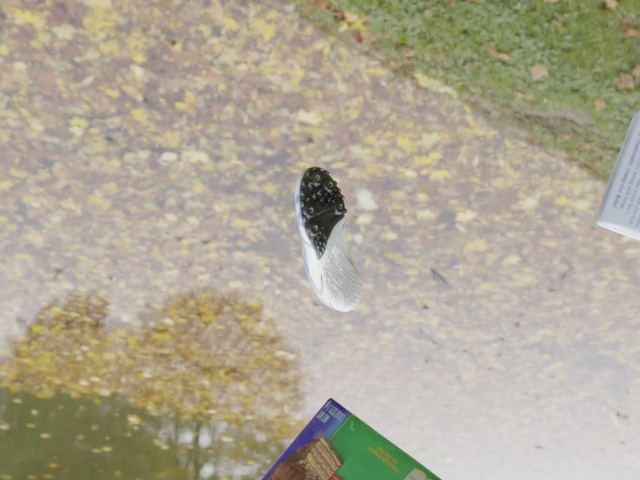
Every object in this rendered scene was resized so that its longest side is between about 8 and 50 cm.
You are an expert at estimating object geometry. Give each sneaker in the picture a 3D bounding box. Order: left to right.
[{"bbox_3d":[0.000,0.000,1.204,0.086,0.085,0.237,21,133,49],"label":"sneaker"}]

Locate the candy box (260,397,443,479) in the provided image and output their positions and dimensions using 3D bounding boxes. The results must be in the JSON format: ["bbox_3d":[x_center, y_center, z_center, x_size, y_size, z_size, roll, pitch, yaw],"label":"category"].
[{"bbox_3d":[0.004,0.359,0.834,0.122,0.317,0.268,48,167,-32],"label":"candy box"}]

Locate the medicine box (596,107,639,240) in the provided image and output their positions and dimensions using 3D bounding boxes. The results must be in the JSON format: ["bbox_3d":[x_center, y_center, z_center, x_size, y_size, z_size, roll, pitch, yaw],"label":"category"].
[{"bbox_3d":[0.506,-0.047,0.996,0.289,0.149,0.263,20,-169,18],"label":"medicine box"}]
